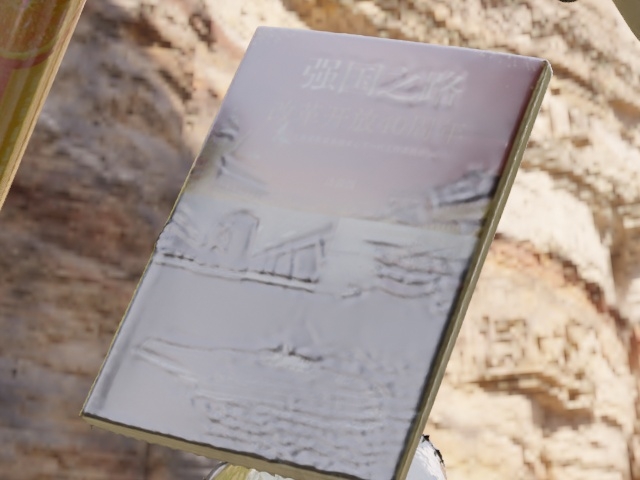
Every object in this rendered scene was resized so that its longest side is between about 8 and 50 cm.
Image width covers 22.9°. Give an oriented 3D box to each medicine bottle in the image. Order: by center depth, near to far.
[{"bbox_3d":[-0.291,-0.102,1.366,0.108,0.108,0.426,15,-48,-18],"label":"medicine bottle"}]

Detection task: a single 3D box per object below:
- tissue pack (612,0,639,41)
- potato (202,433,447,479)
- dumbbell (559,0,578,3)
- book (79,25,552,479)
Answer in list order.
[{"bbox_3d":[0.241,-0.321,0.898,0.297,0.207,0.380,-14,-44,34],"label":"tissue pack"},{"bbox_3d":[-0.009,0.319,1.502,0.246,0.196,0.299,34,-71,-10],"label":"potato"},{"bbox_3d":[0.287,-0.259,1.513,0.254,0.081,0.081,4,-36,-26],"label":"dumbbell"},{"bbox_3d":[0.000,0.000,1.205,0.262,0.374,0.028,9,-27,26],"label":"book"}]
